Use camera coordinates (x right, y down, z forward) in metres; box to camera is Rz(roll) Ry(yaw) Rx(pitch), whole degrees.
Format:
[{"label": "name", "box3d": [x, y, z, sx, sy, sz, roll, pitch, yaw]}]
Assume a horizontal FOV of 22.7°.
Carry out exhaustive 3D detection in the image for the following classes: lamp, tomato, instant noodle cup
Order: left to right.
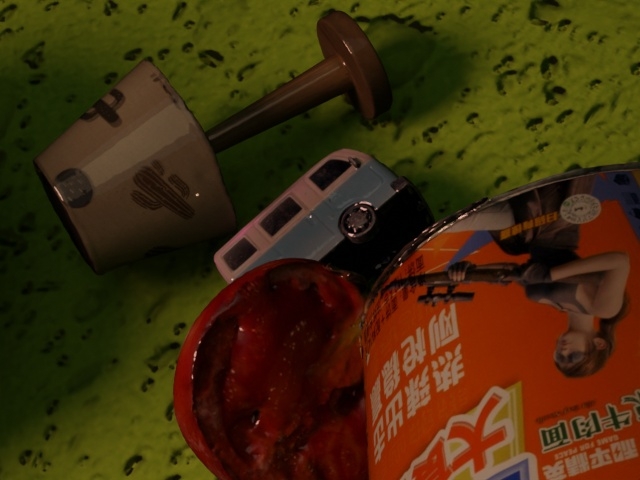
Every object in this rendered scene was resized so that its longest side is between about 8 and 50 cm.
[{"label": "lamp", "box3d": [-0.065, -0.066, 0.983, 0.215, 0.121, 0.121, -30, 58, -10]}, {"label": "tomato", "box3d": [-0.012, 0.081, 0.888, 0.139, 0.159, 0.091, -61, 21, -11]}, {"label": "instant noodle cup", "box3d": [0.142, 0.115, 0.736, 0.296, 0.296, 0.214, -18, 52, 8]}]

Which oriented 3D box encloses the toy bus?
[{"label": "toy bus", "box3d": [0.000, 0.000, 0.959, 0.123, 0.060, 0.075, -42, 55, -4]}]
